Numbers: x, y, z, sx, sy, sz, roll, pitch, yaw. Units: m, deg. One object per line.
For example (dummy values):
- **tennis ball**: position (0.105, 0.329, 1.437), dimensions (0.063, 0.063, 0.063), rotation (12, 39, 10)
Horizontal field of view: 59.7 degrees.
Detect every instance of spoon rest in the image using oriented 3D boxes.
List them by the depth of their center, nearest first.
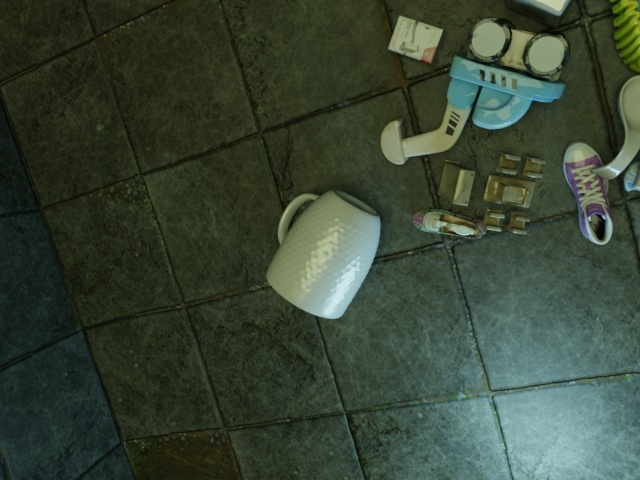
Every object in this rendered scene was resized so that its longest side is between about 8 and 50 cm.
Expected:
- **spoon rest**: position (0.799, -0.291, 1.432), dimensions (0.137, 0.084, 0.277), rotation (25, 90, -9)

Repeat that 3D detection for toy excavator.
- **toy excavator**: position (0.412, -0.378, 1.530), dimensions (0.432, 0.222, 0.446), rotation (20, 116, 15)

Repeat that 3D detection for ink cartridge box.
- **ink cartridge box**: position (0.274, -0.573, 1.600), dimensions (0.135, 0.056, 0.099), rotation (23, 109, 13)

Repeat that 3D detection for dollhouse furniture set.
- **dollhouse furniture set**: position (0.483, -0.153, 1.601), dimensions (0.241, 0.161, 0.212), rotation (8, 105, -6)

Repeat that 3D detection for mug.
- **mug**: position (0.000, 0.000, 1.728), dimensions (0.374, 0.276, 0.328), rotation (42, 108, 39)

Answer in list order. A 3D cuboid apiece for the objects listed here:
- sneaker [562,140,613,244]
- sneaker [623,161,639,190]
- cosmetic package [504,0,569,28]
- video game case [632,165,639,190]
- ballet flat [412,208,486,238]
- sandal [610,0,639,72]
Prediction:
- **sneaker**: position (0.725, -0.127, 1.487), dimensions (0.102, 0.161, 0.282), rotation (-17, 94, 23)
- **sneaker**: position (0.922, -0.157, 1.465), dimensions (0.237, 0.085, 0.086), rotation (7, 144, 9)
- **cosmetic package**: position (0.619, -0.767, 1.324), dimensions (0.161, 0.230, 0.454), rotation (31, 109, 12)
- **video game case**: position (0.992, -0.217, 1.384), dimensions (0.328, 0.036, 0.300), rotation (20, 93, 6)
- **ballet flat**: position (0.381, -0.048, 1.665), dimensions (0.221, 0.079, 0.077), rotation (12, 106, 17)
- **sandal**: position (0.804, -0.581, 1.387), dimensions (0.138, 0.126, 0.318), rotation (-15, 102, 4)
